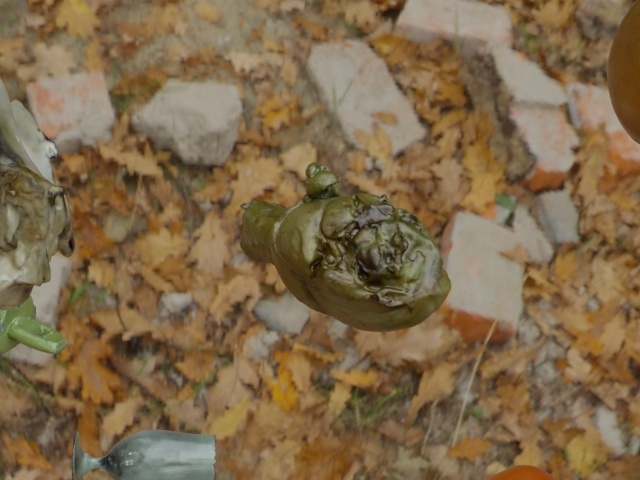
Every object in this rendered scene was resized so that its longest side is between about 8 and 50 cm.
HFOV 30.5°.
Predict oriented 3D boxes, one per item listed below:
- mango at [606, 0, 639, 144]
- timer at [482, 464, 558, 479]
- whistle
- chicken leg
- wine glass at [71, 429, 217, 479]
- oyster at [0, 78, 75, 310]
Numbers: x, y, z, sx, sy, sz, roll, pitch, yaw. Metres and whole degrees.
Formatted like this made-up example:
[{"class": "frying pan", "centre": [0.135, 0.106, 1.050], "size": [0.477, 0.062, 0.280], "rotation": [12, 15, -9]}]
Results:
[{"class": "mango", "centre": [0.420, -0.196, 1.107], "size": [0.317, 0.173, 0.211], "rotation": [-41, 65, 22]}, {"class": "timer", "centre": [0.141, 0.313, 0.864], "size": [0.250, 0.161, 0.257], "rotation": [-18, 32, -30]}, {"class": "whistle", "centre": [-0.465, 0.109, 1.688], "size": [0.227, 0.085, 0.105], "rotation": [21, 28, 20]}, {"class": "chicken leg", "centre": [0.000, 0.000, 0.833], "size": [0.088, 0.103, 0.227], "rotation": [-55, 39, -7]}, {"class": "wine glass", "centre": [-0.247, 0.315, 1.667], "size": [0.202, 0.093, 0.093], "rotation": [-2, 62, -6]}, {"class": "oyster", "centre": [-0.174, -0.046, 0.577], "size": [0.081, 0.191, 0.163], "rotation": [-20, 80, -10]}]
